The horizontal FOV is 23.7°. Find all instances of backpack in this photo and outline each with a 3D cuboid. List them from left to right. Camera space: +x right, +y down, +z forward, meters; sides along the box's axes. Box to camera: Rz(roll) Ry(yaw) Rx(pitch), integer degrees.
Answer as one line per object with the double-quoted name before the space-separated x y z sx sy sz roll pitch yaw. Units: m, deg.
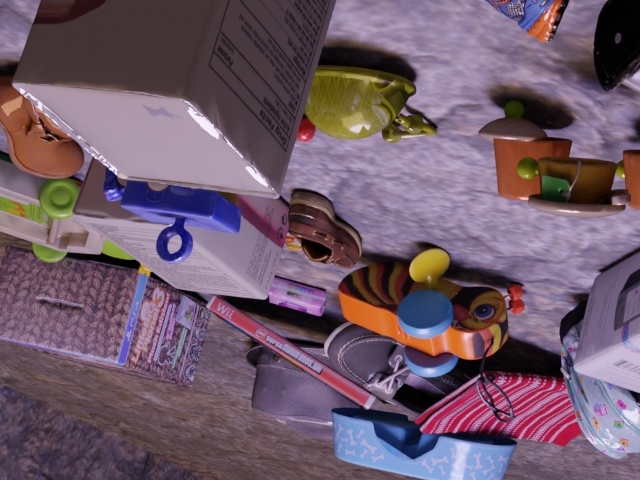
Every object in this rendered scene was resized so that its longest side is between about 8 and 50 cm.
"backpack" 0.370 0.176 1.878 0.152 0.182 0.115 23 126 -29

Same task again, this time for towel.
"towel" 0.302 0.248 2.234 0.274 0.031 0.199 9 149 -28

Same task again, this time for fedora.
"fedora" -0.014 0.265 2.604 0.275 0.124 0.243 4 159 34

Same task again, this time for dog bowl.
"dog bowl" 0.153 0.321 2.359 0.297 0.074 0.166 10 -179 22

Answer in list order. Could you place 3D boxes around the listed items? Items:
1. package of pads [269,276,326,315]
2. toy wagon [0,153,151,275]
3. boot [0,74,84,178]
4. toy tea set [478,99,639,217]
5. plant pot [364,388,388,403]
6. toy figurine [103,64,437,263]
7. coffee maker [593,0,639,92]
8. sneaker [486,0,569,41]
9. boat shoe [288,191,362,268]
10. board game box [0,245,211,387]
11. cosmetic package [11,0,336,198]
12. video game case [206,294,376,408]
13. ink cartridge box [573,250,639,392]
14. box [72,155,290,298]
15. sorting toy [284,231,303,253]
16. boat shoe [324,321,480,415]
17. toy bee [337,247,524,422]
"package of pads" -0.033 0.082 2.222 0.083 0.032 0.050 15 161 6
"toy wagon" -0.386 -0.037 2.127 0.344 0.068 0.267 19 163 -8
"boot" -0.304 -0.128 1.775 0.152 0.073 0.197 -1 158 35
"toy tea set" 0.295 -0.085 1.358 0.336 0.124 0.200 6 -171 22
"plant pot" 0.122 0.201 2.371 0.083 0.082 0.081 -9 152 29
"toy figurine" -0.086 -0.066 1.522 0.362 0.217 0.191 9 161 24
"coffee maker" 0.315 -0.140 1.098 0.178 0.120 0.171 23 161 -20
"sneaker" 0.147 -0.215 1.094 0.087 0.083 0.221 23 160 8
"boat shoe" 0.000 0.000 1.897 0.064 0.060 0.178 8 161 24
"board game box" -0.339 0.122 2.371 0.232 0.141 0.291 10 171 20
"cosmetic package" -0.069 -0.194 0.986 0.129 0.296 0.153 7 160 24
"video game case" -0.044 0.175 2.340 0.285 0.025 0.204 32 174 3
"ink cartridge box" 0.443 0.094 1.666 0.226 0.131 0.306 20 161 -8
"box" -0.160 -0.034 1.832 0.148 0.127 0.232 6 159 31
"sorting toy" -0.033 0.001 2.009 0.062 0.012 0.083 25 161 -25
"boat shoe" 0.146 0.200 2.249 0.335 0.112 0.095 25 -161 -43
"toy bee" 0.174 0.106 1.944 0.298 0.162 0.195 44 153 19
